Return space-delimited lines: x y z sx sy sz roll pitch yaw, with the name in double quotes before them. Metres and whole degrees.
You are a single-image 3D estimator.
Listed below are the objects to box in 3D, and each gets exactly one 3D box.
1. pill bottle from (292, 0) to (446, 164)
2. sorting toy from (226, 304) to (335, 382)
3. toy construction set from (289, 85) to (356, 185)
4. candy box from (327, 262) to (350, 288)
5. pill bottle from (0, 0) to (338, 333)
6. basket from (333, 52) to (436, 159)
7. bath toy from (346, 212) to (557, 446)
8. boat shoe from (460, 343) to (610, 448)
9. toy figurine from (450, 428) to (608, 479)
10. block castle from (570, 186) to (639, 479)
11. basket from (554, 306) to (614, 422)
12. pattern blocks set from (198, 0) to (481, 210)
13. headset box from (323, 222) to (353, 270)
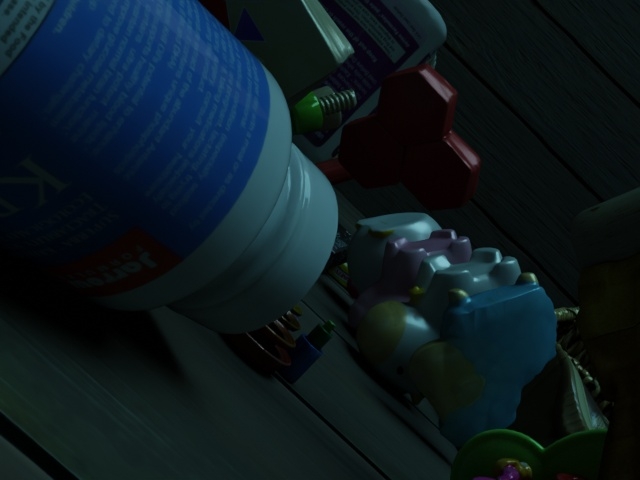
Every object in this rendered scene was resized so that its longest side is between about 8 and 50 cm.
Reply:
"pill bottle" -0.009 -0.192 1.171 0.169 0.301 0.169 44 5 -4
"sorting toy" -0.023 0.048 0.583 0.061 0.042 0.102 44 5 -3
"toy construction set" -0.128 -0.160 0.911 0.257 0.237 0.309 103 -35 -61
"candy box" 0.030 0.026 1.266 0.105 0.027 0.206 43 6 -22
"pill bottle" -0.088 -0.047 0.380 0.221 0.124 0.124 39 7 -44
"basket" -0.045 -0.267 1.433 0.331 0.328 0.266 44 1 7
"bath toy" 0.094 0.066 0.922 0.348 0.151 0.129 -128 -151 -74
"boat shoe" 0.211 0.200 0.840 0.123 0.123 0.342 51 6 -23
"toy figurine" 0.130 0.168 0.547 0.173 0.130 0.159 23 6 24
"block castle" 0.317 0.169 0.497 0.453 0.212 0.303 48 38 -27
"basket" 0.350 0.208 1.225 0.213 0.223 0.299 39 8 -48
"pattern blocks set" -0.072 -0.140 0.571 0.026 0.285 0.325 -41 111 -50
"headset box" 0.000 0.000 1.116 0.062 0.032 0.083 44 22 15
